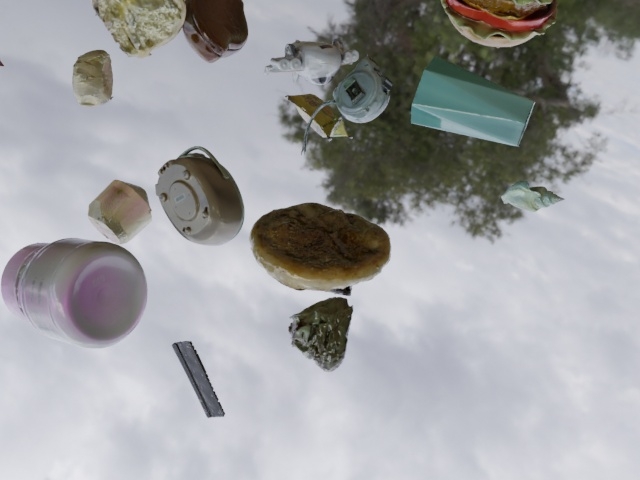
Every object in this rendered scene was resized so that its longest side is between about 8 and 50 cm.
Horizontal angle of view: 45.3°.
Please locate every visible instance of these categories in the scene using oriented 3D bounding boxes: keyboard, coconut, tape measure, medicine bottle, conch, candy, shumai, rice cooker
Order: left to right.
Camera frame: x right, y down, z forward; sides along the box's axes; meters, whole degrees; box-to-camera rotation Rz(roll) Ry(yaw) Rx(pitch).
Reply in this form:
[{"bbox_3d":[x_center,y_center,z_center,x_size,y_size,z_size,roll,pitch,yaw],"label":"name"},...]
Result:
[{"bbox_3d":[-0.609,0.121,1.879,0.324,0.256,0.256,4,-173,42],"label":"medicine bottle"},{"bbox_3d":[-0.513,-0.080,2.001,0.147,0.147,0.153,30,-115,27],"label":"coconut"},{"bbox_3d":[-0.241,-0.084,1.532,0.206,0.145,0.127,56,-154,10],"label":"rice cooker"},{"bbox_3d":[-0.319,0.368,2.036,0.072,0.231,0.023,-15,-167,39],"label":"keyboard"},{"bbox_3d":[-0.010,0.306,2.580,0.218,0.256,0.189,12,171,-16],"label":"shumai"},{"bbox_3d":[0.003,-0.366,2.288,0.187,0.081,0.297,44,-167,4],"label":"candy"},{"bbox_3d":[0.050,-0.337,2.064,0.084,0.330,0.164,26,-155,-47],"label":"tape measure"},{"bbox_3d":[0.520,-0.106,1.903,0.180,0.065,0.088,3,168,45],"label":"conch"}]

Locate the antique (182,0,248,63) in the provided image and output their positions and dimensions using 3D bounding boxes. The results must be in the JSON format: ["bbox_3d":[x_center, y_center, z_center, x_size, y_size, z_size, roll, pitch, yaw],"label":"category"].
[{"bbox_3d":[-0.323,-0.656,2.330,0.223,0.129,0.278,35,-136,-34],"label":"antique"}]

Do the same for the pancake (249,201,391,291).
[{"bbox_3d":[-0.001,0.000,1.972,0.386,0.082,0.387,5,-150,-3],"label":"pancake"}]

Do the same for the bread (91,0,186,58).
[{"bbox_3d":[-0.475,-0.655,1.983,0.211,0.316,0.270,-20,-115,0],"label":"bread"}]

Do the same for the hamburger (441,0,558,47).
[{"bbox_3d":[0.390,-0.540,1.653,0.274,0.212,0.275,3,-128,-3],"label":"hamburger"}]

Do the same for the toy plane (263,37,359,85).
[{"bbox_3d":[-0.025,-0.443,1.920,0.244,0.118,0.245,-3,-162,1],"label":"toy plane"}]

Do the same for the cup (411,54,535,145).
[{"bbox_3d":[0.322,-0.285,1.606,0.235,0.134,0.148,20,165,15],"label":"cup"}]

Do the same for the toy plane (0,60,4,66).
[{"bbox_3d":[-0.651,-0.334,1.407,0.060,0.037,0.145,46,-148,10],"label":"toy plane"}]

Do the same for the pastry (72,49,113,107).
[{"bbox_3d":[-0.619,-0.442,2.095,0.088,0.166,0.166,3,-158,-2],"label":"pastry"}]

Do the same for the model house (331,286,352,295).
[{"bbox_3d":[0.061,0.118,2.885,0.203,0.164,0.141,9,179,33],"label":"model house"}]
